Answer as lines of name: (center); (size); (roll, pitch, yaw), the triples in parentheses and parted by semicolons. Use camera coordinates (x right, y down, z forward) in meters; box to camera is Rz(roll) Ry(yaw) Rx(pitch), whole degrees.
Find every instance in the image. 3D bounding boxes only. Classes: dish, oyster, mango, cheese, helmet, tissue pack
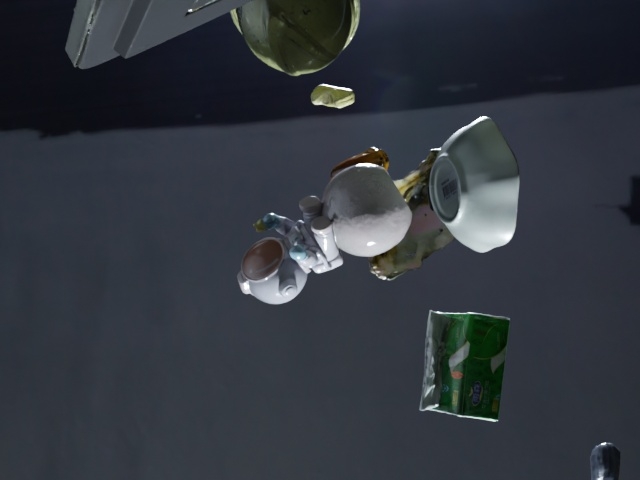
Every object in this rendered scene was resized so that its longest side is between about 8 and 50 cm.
dish: (0.195, -0.072, 1.201); (0.191, 0.066, 0.190); (172, -90, -71)
oyster: (0.211, -0.073, 1.772); (0.201, 0.355, 0.107); (60, -11, -22)
mango: (0.073, -0.130, 1.670); (0.063, 0.127, 0.077); (59, 33, -23)
cheese: (0.018, -0.240, 1.489); (0.044, 0.083, 0.030); (-36, 128, -34)
helmet: (-0.052, -0.345, 1.356); (0.257, 0.204, 0.137); (48, 31, -34)
tissue pack: (0.273, 0.249, 1.797); (0.148, 0.156, 0.208); (170, -71, -69)

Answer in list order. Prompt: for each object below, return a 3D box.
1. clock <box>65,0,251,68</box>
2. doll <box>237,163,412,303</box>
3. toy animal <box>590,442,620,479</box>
clock: (-0.122, -0.273, 0.915); (0.049, 0.279, 0.273); (60, -22, -3)
doll: (0.000, 0.000, 1.364); (0.151, 0.287, 0.151); (56, 3, -4)
toy animal: (0.412, 0.427, 1.264); (0.367, 0.081, 0.205); (0, 79, -66)
